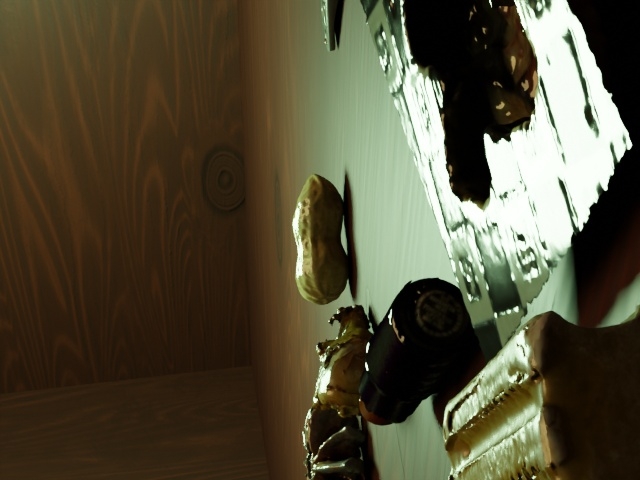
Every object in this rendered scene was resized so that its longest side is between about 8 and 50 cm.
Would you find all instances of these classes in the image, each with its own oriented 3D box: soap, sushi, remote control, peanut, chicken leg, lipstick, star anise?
[{"bbox_3d":[0.137,0.151,0.726,0.274,0.089,0.173,106,156,-73],"label":"soap"},{"bbox_3d":[0.118,-0.123,0.809,0.339,0.069,0.320,100,154,-65],"label":"sushi"},{"bbox_3d":[0.014,-0.311,1.613,0.184,0.027,0.050,87,175,-61],"label":"remote control"},{"bbox_3d":[0.000,0.000,1.766,0.082,0.082,0.187,-131,37,-78],"label":"peanut"},{"bbox_3d":[0.036,0.149,1.571,0.207,0.085,0.101,-90,11,-63],"label":"chicken leg"},{"bbox_3d":[0.079,0.115,1.192,0.299,0.081,0.081,106,157,-69],"label":"lipstick"},{"bbox_3d":[0.025,0.328,1.809,0.236,0.093,0.229,-114,25,-58],"label":"star anise"}]

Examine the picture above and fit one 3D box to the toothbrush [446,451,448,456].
[{"bbox_3d":[0.131,0.193,1.124,0.167,0.011,0.014,155,104,-83],"label":"toothbrush"}]
